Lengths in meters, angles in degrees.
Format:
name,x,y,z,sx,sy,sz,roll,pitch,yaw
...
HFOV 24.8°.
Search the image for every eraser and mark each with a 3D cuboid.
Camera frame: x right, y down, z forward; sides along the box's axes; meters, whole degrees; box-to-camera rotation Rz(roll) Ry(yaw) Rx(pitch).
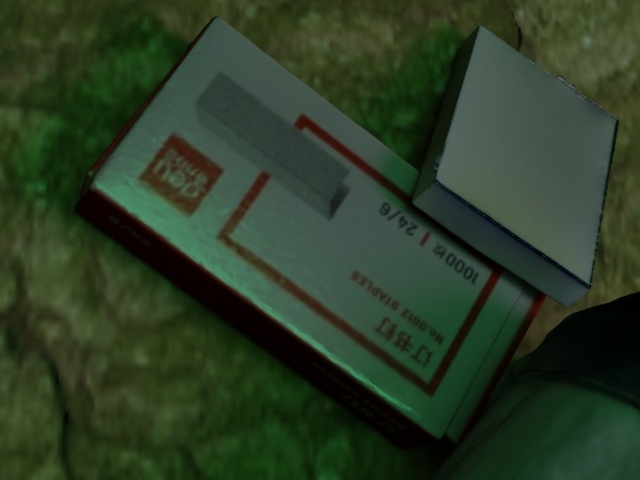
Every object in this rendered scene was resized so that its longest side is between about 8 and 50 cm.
name,x,y,z,sx,sy,sz,roll,pitch,yaw
eraser,0.109,-0.045,0.788,0.104,0.023,0.150,33,42,-11

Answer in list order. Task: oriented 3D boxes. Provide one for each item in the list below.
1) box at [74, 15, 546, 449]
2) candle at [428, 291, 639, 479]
name,x,y,z,sx,sy,sz,roll,pitch,yaw
box,0.000,0.000,0.747,0.229,0.050,0.123,37,65,-8
candle,0.113,0.194,0.644,0.221,0.221,0.342,45,66,-4
